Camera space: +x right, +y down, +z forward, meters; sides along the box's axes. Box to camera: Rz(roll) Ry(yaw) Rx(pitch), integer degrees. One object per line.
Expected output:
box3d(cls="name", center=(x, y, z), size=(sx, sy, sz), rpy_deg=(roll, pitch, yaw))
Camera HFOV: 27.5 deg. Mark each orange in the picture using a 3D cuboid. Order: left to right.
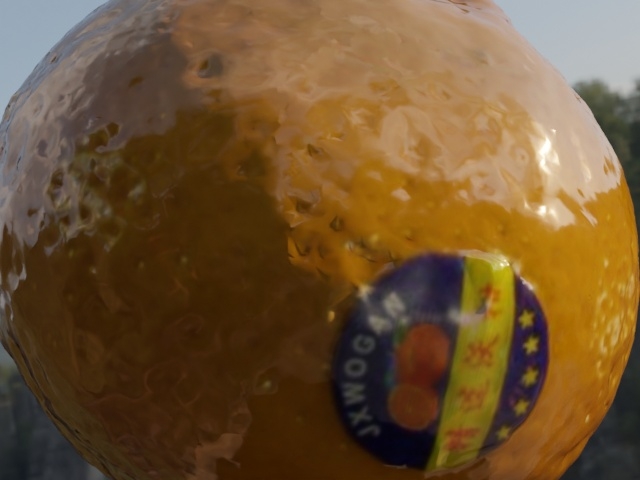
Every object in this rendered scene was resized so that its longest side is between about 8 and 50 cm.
box3d(cls="orange", center=(-0.002, 0.001, 0.440), size=(0.219, 0.193, 0.219), rpy_deg=(6, 5, -1))
